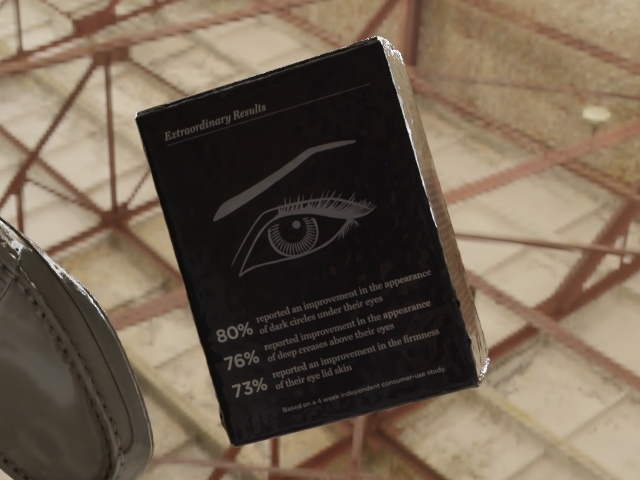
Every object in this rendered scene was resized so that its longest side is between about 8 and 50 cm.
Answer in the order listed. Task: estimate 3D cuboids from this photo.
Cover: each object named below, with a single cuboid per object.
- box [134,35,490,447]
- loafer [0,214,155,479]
[{"bbox_3d":[0.000,0.000,0.758,0.153,0.207,0.108,-15,-179,11],"label":"box"},{"bbox_3d":[-0.212,0.017,0.659,0.319,0.112,0.111,48,-166,1],"label":"loafer"}]
